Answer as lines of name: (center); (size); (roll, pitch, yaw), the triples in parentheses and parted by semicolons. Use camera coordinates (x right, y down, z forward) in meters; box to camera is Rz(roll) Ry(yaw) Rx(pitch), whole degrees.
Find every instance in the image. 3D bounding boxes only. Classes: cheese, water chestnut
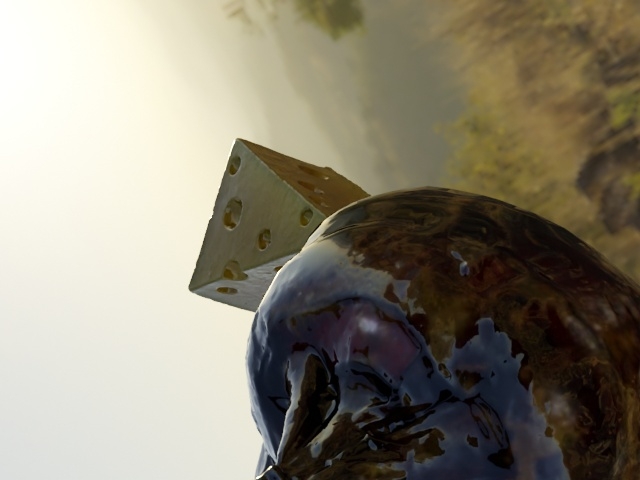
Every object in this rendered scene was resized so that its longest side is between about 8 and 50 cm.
cheese: (0.000, 0.000, 1.142); (0.093, 0.126, 0.171); (20, 175, -36)
water chestnut: (0.078, 0.111, 0.933); (0.289, 0.244, 0.289); (21, 151, 12)
